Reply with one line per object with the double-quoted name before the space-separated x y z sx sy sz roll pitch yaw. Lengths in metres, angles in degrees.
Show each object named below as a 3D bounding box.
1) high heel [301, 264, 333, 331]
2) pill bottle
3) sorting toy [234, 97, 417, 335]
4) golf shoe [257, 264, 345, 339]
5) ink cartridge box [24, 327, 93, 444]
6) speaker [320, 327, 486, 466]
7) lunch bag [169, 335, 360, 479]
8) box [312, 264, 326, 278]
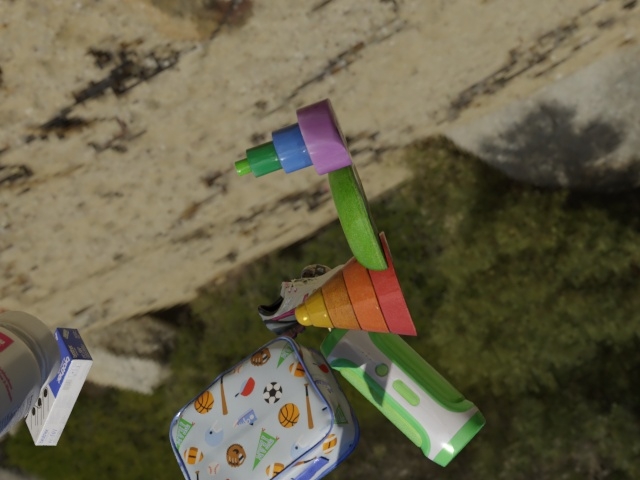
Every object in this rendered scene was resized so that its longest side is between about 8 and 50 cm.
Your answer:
"high heel" 0.045 0.166 2.224 0.093 0.261 0.186 -36 142 15
"pill bottle" -0.516 0.222 1.774 0.160 0.160 0.283 -30 -171 29
"sorting toy" 0.000 0.000 1.227 0.126 0.127 0.365 -19 144 5
"golf shoe" -0.026 0.097 2.063 0.186 0.086 0.067 -39 -162 18
"ink cartridge box" -0.492 0.272 2.231 0.046 0.097 0.207 8 119 -37
"speaker" 0.141 0.250 2.074 0.131 0.296 0.131 -45 167 -13
"lunch bag" -0.095 0.322 1.946 0.303 0.243 0.115 -40 145 12
"box" -0.014 0.094 2.159 0.083 0.018 0.067 108 0 -52
